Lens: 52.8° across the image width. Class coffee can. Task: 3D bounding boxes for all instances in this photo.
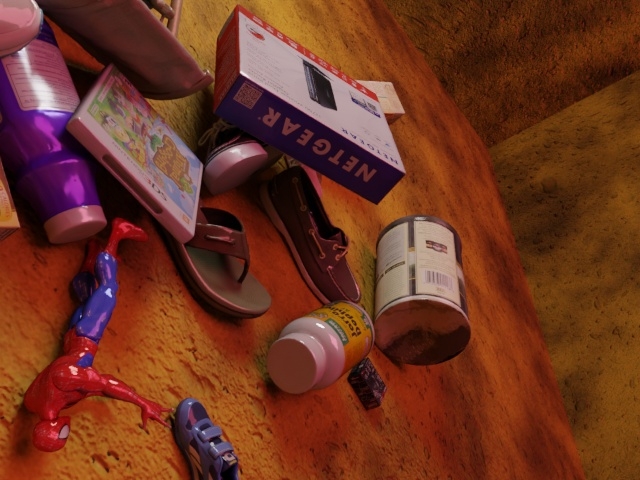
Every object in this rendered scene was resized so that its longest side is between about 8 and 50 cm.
[{"bbox_3d":[0.218,0.105,1.418,0.201,0.201,0.275,48,30,-28],"label":"coffee can"}]

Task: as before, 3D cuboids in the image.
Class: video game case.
[{"bbox_3d":[-0.225,-0.118,0.829,0.193,0.023,0.212,50,15,-29],"label":"video game case"}]

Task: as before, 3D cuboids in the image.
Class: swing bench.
[{"bbox_3d":[-0.291,-0.349,0.891,0.253,0.165,0.255,45,29,-67],"label":"swing bench"}]

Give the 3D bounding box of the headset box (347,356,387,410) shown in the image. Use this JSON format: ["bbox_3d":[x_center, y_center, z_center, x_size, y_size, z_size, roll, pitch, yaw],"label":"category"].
[{"bbox_3d":[0.091,0.273,1.216,0.083,0.032,0.062,59,26,-9],"label":"headset box"}]

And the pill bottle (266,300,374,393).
[{"bbox_3d":[0.000,0.172,1.044,0.208,0.117,0.118,-15,79,-63],"label":"pill bottle"}]

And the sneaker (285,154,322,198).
[{"bbox_3d":[-0.040,-0.140,1.344,0.134,0.050,0.070,66,20,-3],"label":"sneaker"}]

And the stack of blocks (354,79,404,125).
[{"bbox_3d":[0.028,-0.283,1.465,0.297,0.171,0.087,-9,72,-44],"label":"stack of blocks"}]

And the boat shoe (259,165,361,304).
[{"bbox_3d":[-0.001,0.002,1.234,0.305,0.091,0.109,58,26,-9],"label":"boat shoe"}]

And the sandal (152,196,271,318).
[{"bbox_3d":[-0.165,-0.014,0.948,0.303,0.086,0.120,57,24,-8],"label":"sandal"}]

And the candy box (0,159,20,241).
[{"bbox_3d":[-0.392,-0.053,0.609,0.186,0.053,0.109,2,63,-63],"label":"candy box"}]

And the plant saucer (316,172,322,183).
[{"bbox_3d":[-0.027,-0.158,1.428,0.083,0.015,0.083,42,33,-36],"label":"plant saucer"}]

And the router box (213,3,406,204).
[{"bbox_3d":[-0.024,-0.245,1.147,0.335,0.082,0.301,26,31,-27],"label":"router box"}]

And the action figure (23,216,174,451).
[{"bbox_3d":[-0.225,0.115,0.707,0.139,0.091,0.280,38,34,-25],"label":"action figure"}]

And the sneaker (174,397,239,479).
[{"bbox_3d":[-0.132,0.258,0.785,0.053,0.059,0.144,-2,67,-60],"label":"sneaker"}]

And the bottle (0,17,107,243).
[{"bbox_3d":[-0.331,-0.136,0.753,0.118,0.092,0.283,-10,74,-65],"label":"bottle"}]

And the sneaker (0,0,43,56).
[{"bbox_3d":[-0.397,-0.245,0.641,0.228,0.092,0.088,1,72,-32],"label":"sneaker"}]

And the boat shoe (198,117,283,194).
[{"bbox_3d":[-0.143,-0.157,1.085,0.105,0.113,0.306,52,18,-4],"label":"boat shoe"}]
